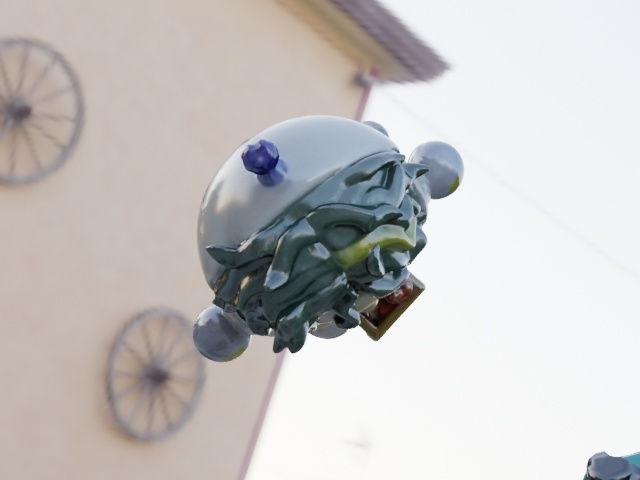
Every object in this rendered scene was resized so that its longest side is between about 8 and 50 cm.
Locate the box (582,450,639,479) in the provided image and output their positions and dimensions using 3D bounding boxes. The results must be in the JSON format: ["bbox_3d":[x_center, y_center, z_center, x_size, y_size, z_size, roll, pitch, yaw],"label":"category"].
[{"bbox_3d":[0.291,0.296,1.166,0.092,0.153,0.245,-8,40,-30],"label":"box"}]

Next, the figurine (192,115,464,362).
[{"bbox_3d":[-0.001,0.004,1.264,0.186,0.261,0.382,37,-2,5],"label":"figurine"}]

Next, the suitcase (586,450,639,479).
[{"bbox_3d":[0.342,0.209,0.874,0.335,0.152,0.229,-14,-59,-7],"label":"suitcase"}]
